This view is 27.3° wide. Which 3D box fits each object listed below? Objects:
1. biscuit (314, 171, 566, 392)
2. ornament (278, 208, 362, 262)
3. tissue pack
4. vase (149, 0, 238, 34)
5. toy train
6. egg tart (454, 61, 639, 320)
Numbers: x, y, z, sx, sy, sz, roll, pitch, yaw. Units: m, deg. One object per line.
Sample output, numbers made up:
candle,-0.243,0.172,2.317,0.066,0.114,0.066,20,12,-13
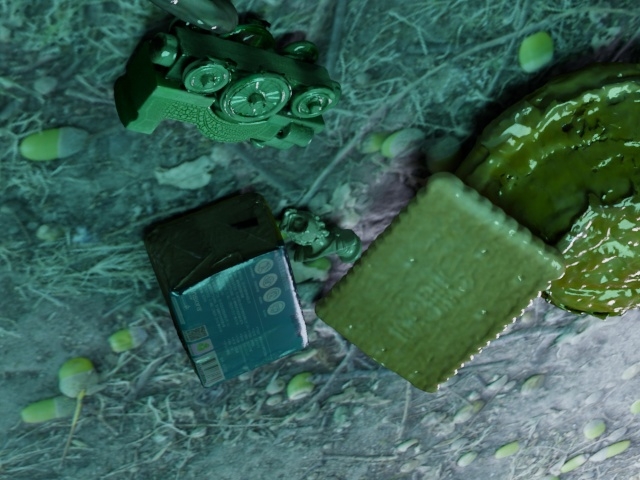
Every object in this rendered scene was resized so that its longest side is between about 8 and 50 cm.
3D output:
biscuit,0.113,0.046,1.295,0.160,0.030,0.250,35,133,-5
ornament,0.003,0.001,1.264,0.068,0.041,0.092,-8,157,11
tissue pack,-0.085,0.047,1.228,0.120,0.082,0.169,-23,143,-8
vase,-0.053,-0.303,0.738,0.291,0.245,0.245,-48,140,11
toy train,-0.069,-0.120,1.054,0.178,0.071,0.104,10,137,-38
egg tart,0.294,-0.026,1.303,0.341,0.132,0.341,-6,135,-6
